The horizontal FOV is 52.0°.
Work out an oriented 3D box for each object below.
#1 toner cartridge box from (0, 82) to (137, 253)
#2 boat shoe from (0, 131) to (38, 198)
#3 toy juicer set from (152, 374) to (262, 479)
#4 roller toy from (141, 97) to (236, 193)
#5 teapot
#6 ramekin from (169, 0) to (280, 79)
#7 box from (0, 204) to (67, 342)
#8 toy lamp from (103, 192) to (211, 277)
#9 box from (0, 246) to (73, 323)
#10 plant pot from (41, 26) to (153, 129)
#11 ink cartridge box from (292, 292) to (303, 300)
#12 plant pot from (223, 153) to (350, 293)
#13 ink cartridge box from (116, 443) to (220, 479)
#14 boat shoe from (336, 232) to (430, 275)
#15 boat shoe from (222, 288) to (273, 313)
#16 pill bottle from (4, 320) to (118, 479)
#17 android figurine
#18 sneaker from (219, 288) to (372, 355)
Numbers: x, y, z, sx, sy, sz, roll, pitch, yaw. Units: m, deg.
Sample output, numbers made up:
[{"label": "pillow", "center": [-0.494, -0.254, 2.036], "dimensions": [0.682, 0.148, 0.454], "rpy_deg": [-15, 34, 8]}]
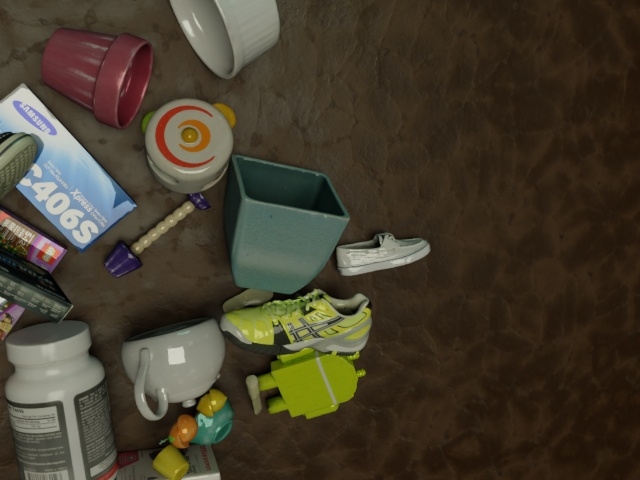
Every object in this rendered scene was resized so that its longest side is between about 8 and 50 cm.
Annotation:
[{"label": "toner cartridge box", "center": [-0.584, -0.154, 1.442], "dimensions": [0.165, 0.075, 0.348], "rpy_deg": [-43, 109, -8]}, {"label": "boat shoe", "center": [-0.786, -0.079, 1.302], "dimensions": [0.500, 0.187, 0.156], "rpy_deg": [-33, 98, 9]}, {"label": "toy juicer set", "center": [-0.254, 0.404, 1.557], "dimensions": [0.329, 0.089, 0.209], "rpy_deg": [-29, 144, -46]}, {"label": "roller toy", "center": [-0.291, -0.211, 1.463], "dimensions": [0.209, 0.146, 0.191], "rpy_deg": [-2, 77, -14]}, {"label": "teapot", "center": [-0.326, 0.291, 1.501], "dimensions": [0.255, 0.252, 0.187], "rpy_deg": [-13, 90, -28]}, {"label": "ramekin", "center": [-0.207, -0.502, 1.409], "dimensions": [0.135, 0.277, 0.277], "rpy_deg": [-34, 108, -19]}, {"label": "box", "center": [-0.729, 0.082, 1.443], "dimensions": [0.201, 0.057, 0.293], "rpy_deg": [36, 87, -21]}, {"label": "toy lamp", "center": [-0.382, -0.018, 1.530], "dimensions": [0.274, 0.080, 0.080], "rpy_deg": [-41, 109, -7]}, {"label": "box", "center": [-0.625, 0.069, 1.316], "dimensions": [0.051, 0.175, 0.220], "rpy_deg": [-54, 134, -4]}, {"label": "plant pot", "center": [-0.476, -0.357, 1.391], "dimensions": [0.180, 0.201, 0.201], "rpy_deg": [19, 93, -4]}, {"label": "ink cartridge box", "center": [-0.011, 0.230, 1.702], "dimensions": [0.181, 0.061, 0.104], "rpy_deg": [35, 89, -20]}, {"label": "plant pot", "center": [-0.110, -0.021, 1.541], "dimensions": [0.247, 0.247, 0.252], "rpy_deg": [10, 117, -20]}, {"label": "ink cartridge box", "center": [-0.369, 0.580, 1.585], "dimensions": [0.237, 0.172, 0.100], "rpy_deg": [-2, 100, -18]}, {"label": "boat shoe", "center": [0.165, 0.023, 1.708], "dimensions": [0.258, 0.095, 0.084], "rpy_deg": [-15, 108, -17]}, {"label": "boat shoe", "center": [-0.183, 0.151, 1.645], "dimensions": [0.133, 0.042, 0.049], "rpy_deg": [-22, 80, -14]}, {"label": "pill bottle", "center": [-0.578, 0.377, 1.463], "dimensions": [0.210, 0.210, 0.363], "rpy_deg": [-7, 101, -17]}, {"label": "android figurine", "center": [-0.021, 0.356, 1.681], "dimensions": [0.272, 0.056, 0.248], "rpy_deg": [-20, 119, 3]}, {"label": "sneaker", "center": [-0.053, 0.180, 1.562], "dimensions": [0.384, 0.145, 0.147], "rpy_deg": [3, 115, -28]}]
